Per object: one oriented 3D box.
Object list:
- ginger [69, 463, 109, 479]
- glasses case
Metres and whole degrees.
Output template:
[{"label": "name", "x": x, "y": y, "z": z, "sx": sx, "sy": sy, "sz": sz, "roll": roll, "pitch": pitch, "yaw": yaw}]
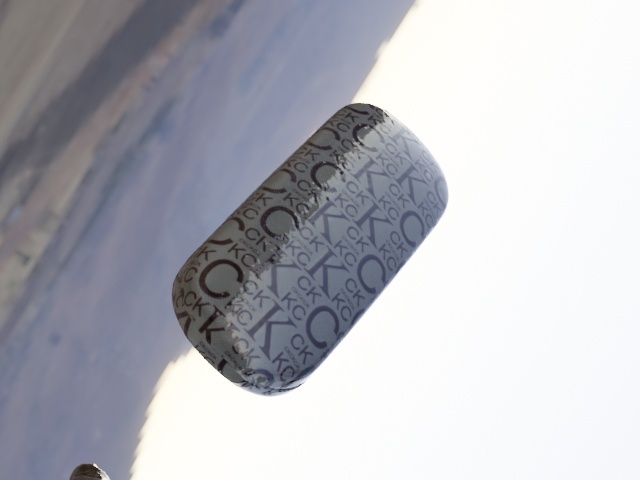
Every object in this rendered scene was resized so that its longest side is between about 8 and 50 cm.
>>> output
[{"label": "ginger", "x": -0.189, "y": 0.233, "z": 1.359, "sx": 0.290, "sy": 0.084, "sz": 0.122, "roll": -172, "pitch": -89, "yaw": -74}, {"label": "glasses case", "x": 0.000, "y": 0.000, "z": 1.508, "sx": 0.085, "sy": 0.137, "sz": 0.354, "roll": -43, "pitch": -176, "yaw": 41}]
